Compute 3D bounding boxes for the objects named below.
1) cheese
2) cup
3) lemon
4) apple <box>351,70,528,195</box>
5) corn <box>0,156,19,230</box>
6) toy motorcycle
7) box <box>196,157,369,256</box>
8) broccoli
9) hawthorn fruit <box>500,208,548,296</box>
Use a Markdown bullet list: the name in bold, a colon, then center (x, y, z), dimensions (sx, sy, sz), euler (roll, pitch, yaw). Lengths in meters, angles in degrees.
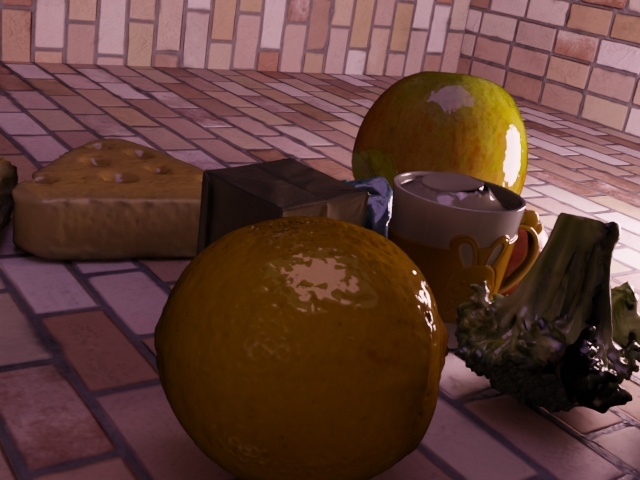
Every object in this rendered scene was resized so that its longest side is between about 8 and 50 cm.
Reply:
- **cheese**: center (-0.329, -0.078, 1.422), dimensions (0.384, 0.104, 0.384), euler (8, 21, -3)
- **cup**: center (0.203, 0.024, 1.200), dimensions (0.241, 0.226, 0.185), euler (3, 20, -19)
- **lemon**: center (-0.015, 0.108, 0.820), dimensions (0.293, 0.293, 0.293), euler (8, 20, -3)
- **apple**: center (0.230, -0.165, 1.615), dimensions (0.340, 0.339, 0.339), euler (8, 20, -3)
- **corn**: center (-0.527, -0.060, 1.260), dimensions (0.123, 0.122, 0.305), euler (6, 18, -10)
- **toy motorcycle**: center (0.000, 0.000, 1.293), dimensions (0.260, 0.154, 0.206), euler (-27, 36, -14)
- **box**: center (-0.058, 0.033, 1.052), dimensions (0.155, 0.231, 0.149), euler (-12, 29, -43)
- **broccoli**: center (0.312, 0.090, 1.037), dimensions (0.263, 0.243, 0.247), euler (12, 6, -6)
- **hawthorn fruit**: center (0.293, 0.017, 1.356), dimensions (0.188, 0.169, 0.169), euler (4, 20, -22)
